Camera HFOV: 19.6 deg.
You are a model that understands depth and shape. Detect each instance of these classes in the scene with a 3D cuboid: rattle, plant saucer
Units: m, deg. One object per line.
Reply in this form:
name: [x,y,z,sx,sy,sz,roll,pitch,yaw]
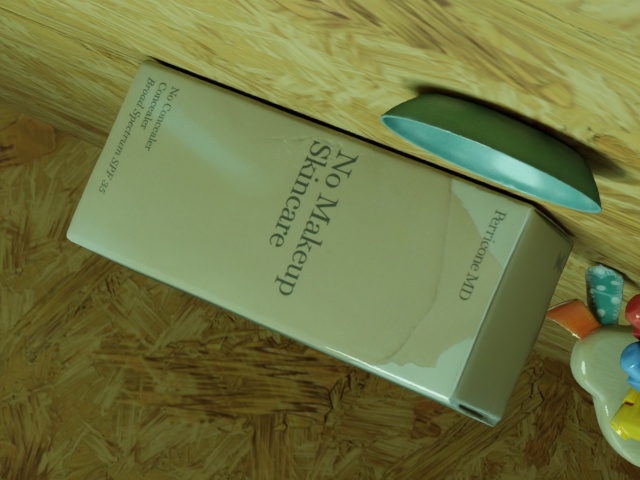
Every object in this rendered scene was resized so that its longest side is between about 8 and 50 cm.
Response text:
rattle: [0.235,0.085,1.448,0.199,0.130,0.143,32,-162,-15]
plant saucer: [0.088,-0.046,0.921,0.119,0.021,0.119,23,177,1]

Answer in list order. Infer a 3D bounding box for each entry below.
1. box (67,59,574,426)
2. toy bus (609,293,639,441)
box: [0.000,0.000,1.279,0.311,0.148,0.121,21,176,24]
toy bus: [0.306,0.120,1.289,0.211,0.149,0.220,42,168,-23]
